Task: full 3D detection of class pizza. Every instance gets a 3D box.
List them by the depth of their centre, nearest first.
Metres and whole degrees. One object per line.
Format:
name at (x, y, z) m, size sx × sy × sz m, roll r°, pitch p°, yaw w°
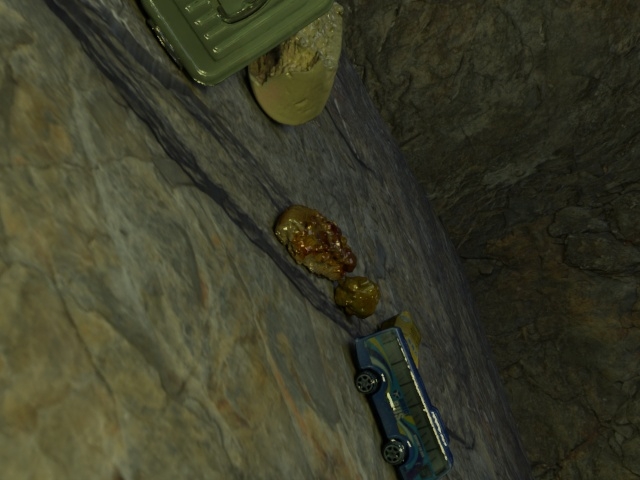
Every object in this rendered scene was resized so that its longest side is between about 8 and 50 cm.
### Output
pizza at (0.003, 0.000, 0.920) m, size 0.246 × 0.058 × 0.127 m, roll 39°, pitch 31°, yaw -50°

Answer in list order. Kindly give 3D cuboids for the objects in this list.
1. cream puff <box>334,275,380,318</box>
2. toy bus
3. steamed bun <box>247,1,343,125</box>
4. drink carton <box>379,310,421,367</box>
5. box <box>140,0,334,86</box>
cream puff at (0.062, 0.091, 0.955) m, size 0.083 × 0.083 × 0.058 m, roll 4°, pitch 23°, yaw -26°
toy bus at (0.124, 0.249, 0.865) m, size 0.236 × 0.094 × 0.079 m, roll 68°, pitch 17°, yaw 13°
steamed bun at (-0.052, -0.331, 1.031) m, size 0.170 × 0.200 × 0.225 m, roll 15°, pitch 38°, yaw -13°
drink carton at (0.134, 0.193, 1.013) m, size 0.084 × 0.074 × 0.200 m, roll 63°, pitch 16°, yaw -5°
box at (-0.114, -0.343, 0.783) m, size 0.163 × 0.243 × 0.135 m, roll 54°, pitch 7°, yaw -29°
